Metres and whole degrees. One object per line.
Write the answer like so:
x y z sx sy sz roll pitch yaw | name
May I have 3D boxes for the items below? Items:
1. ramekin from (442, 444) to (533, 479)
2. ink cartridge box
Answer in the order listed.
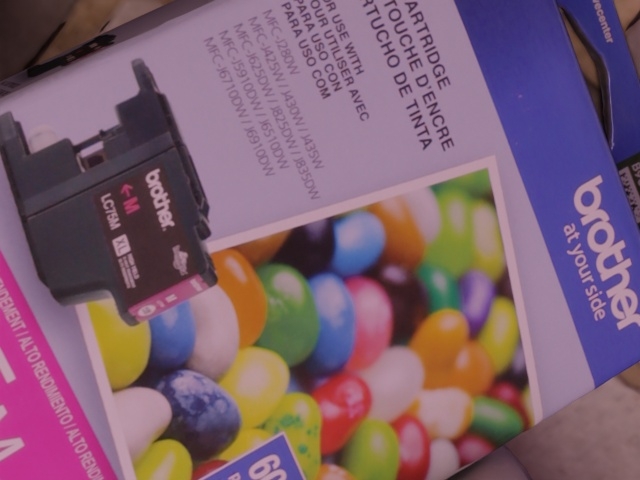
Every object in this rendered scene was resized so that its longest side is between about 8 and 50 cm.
-0.013 0.183 0.488 0.277 0.277 0.135 -23 99 15 | ramekin
0.000 0.000 0.444 0.311 0.065 0.185 -29 107 -18 | ink cartridge box
